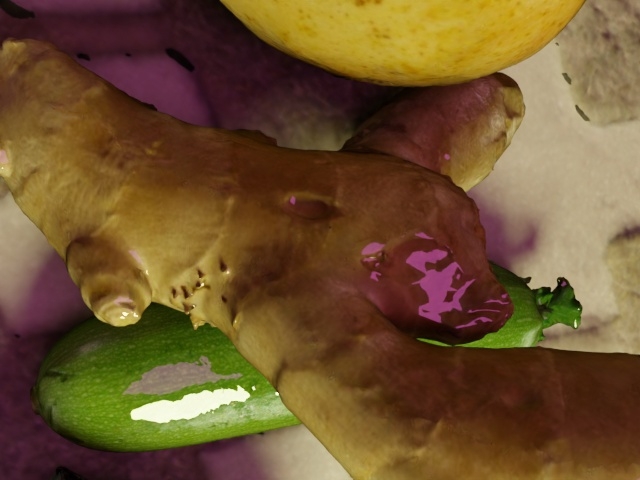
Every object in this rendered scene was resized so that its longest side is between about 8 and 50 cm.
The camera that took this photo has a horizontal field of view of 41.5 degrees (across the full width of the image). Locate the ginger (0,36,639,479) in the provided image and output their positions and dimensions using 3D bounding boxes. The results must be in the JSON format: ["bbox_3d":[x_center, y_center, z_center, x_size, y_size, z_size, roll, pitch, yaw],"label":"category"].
[{"bbox_3d":[0.000,0.021,0.445,0.348,0.363,0.122,-4,142,-13],"label":"ginger"}]

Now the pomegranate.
[{"bbox_3d":[0.045,-0.211,0.451,0.260,0.260,0.260,-3,98,-24],"label":"pomegranate"}]

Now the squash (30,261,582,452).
[{"bbox_3d":[0.012,0.063,0.543,0.379,0.101,0.101,-5,99,-22],"label":"squash"}]

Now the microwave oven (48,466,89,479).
[{"bbox_3d":[-0.085,0.238,0.489,0.205,0.163,0.129,34,80,-20],"label":"microwave oven"}]
